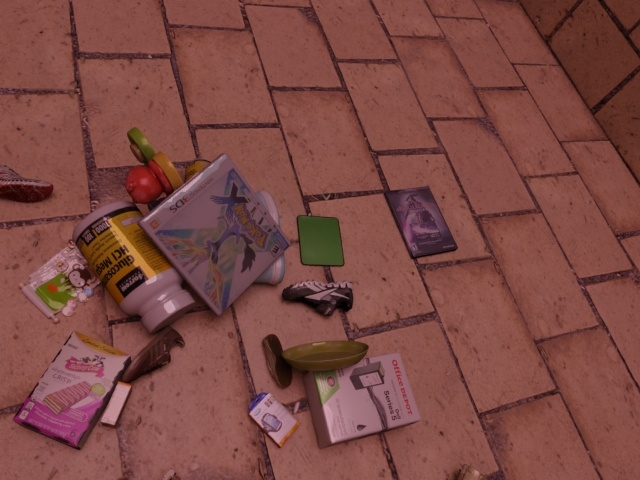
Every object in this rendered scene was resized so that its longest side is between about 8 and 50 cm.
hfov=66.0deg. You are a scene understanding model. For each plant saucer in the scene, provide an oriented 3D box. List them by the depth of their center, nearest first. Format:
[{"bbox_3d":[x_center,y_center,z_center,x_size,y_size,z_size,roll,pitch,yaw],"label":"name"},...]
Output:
[{"bbox_3d":[0.014,0.317,1.349,0.240,0.241,0.037,-5,91,-21],"label":"plant saucer"}]

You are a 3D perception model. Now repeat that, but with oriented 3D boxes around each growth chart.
[{"bbox_3d":[-0.685,0.096,1.343,0.172,0.021,0.237,35,57,1],"label":"growth chart"}]

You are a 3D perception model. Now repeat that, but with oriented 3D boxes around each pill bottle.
[{"bbox_3d":[-0.488,0.074,1.314,0.188,0.188,0.334,-34,83,-31],"label":"pill bottle"},{"bbox_3d":[-0.370,-0.163,1.524,0.103,0.103,0.184,5,42,-17],"label":"pill bottle"}]

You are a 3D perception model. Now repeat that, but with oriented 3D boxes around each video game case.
[{"bbox_3d":[-0.270,-0.016,1.331,0.300,0.036,0.329,-46,116,-25],"label":"video game case"},{"bbox_3d":[0.365,-0.072,1.800,0.196,0.026,0.274,-9,66,-23],"label":"video game case"}]

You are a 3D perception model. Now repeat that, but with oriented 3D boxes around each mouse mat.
[{"bbox_3d":[0.000,0.000,1.643,0.152,0.007,0.190,3,62,-17],"label":"mouse mat"}]

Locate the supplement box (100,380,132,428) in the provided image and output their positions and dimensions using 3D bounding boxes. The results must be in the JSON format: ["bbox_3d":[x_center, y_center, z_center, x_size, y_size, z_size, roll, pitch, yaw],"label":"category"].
[{"bbox_3d":[-0.499,0.403,1.206,0.036,0.062,0.099,20,56,-8],"label":"supplement box"}]

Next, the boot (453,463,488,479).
[{"bbox_3d":[0.342,0.686,1.314,0.262,0.095,0.203,34,57,0],"label":"boot"}]

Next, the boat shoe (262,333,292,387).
[{"bbox_3d":[-0.125,0.341,1.387,0.056,0.048,0.153,-14,73,-36],"label":"boat shoe"}]

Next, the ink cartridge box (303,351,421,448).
[{"bbox_3d":[0.112,0.437,1.365,0.272,0.115,0.199,-6,63,-22],"label":"ink cartridge box"}]

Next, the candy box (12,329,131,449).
[{"bbox_3d":[-0.591,0.359,1.194,0.159,0.071,0.234,24,56,-4],"label":"candy box"}]

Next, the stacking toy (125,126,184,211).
[{"bbox_3d":[-0.492,-0.150,1.404,0.130,0.309,0.279,-35,63,-20],"label":"stacking toy"}]

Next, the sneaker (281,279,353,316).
[{"bbox_3d":[0.000,0.179,1.497,0.234,0.078,0.106,1,59,-21],"label":"sneaker"}]

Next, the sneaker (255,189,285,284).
[{"bbox_3d":[-0.231,-0.016,1.502,0.208,0.127,0.319,-1,61,-21],"label":"sneaker"}]

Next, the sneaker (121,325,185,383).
[{"bbox_3d":[-0.427,0.304,1.274,0.071,0.066,0.188,38,48,1],"label":"sneaker"}]

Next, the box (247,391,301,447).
[{"bbox_3d":[-0.129,0.473,1.315,0.136,0.028,0.081,42,57,10],"label":"box"}]

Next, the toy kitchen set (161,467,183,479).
[{"bbox_3d":[-0.340,0.588,1.146,0.083,0.075,0.068,36,57,9],"label":"toy kitchen set"}]

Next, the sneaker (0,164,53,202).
[{"bbox_3d":[-0.877,-0.171,1.390,0.225,0.088,0.093,8,58,-15],"label":"sneaker"}]
